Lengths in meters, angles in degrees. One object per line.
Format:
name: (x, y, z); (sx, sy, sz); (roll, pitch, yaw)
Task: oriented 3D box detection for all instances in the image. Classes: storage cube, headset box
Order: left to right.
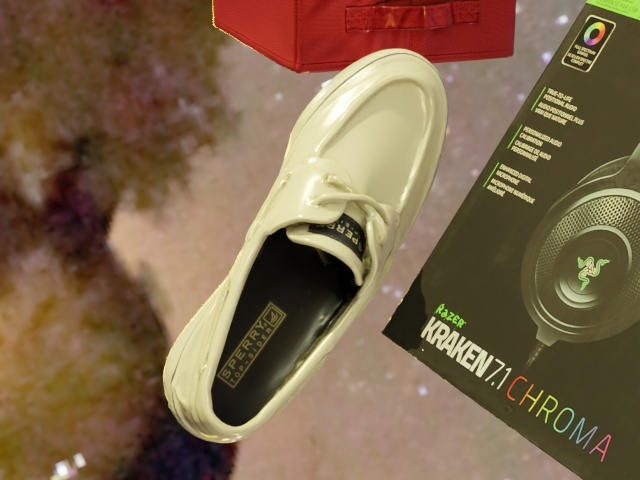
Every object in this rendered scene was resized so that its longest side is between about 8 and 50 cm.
storage cube: (0.032, -0.244, 1.182); (0.215, 0.184, 0.193); (-143, -130, -61)
headset box: (0.210, 0.001, 0.864); (0.131, 0.283, 0.246); (31, 2, -35)

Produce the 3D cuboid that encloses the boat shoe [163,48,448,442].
boat shoe: (0.000, 0.000, 0.915); (0.096, 0.267, 0.088); (39, -11, -13)
